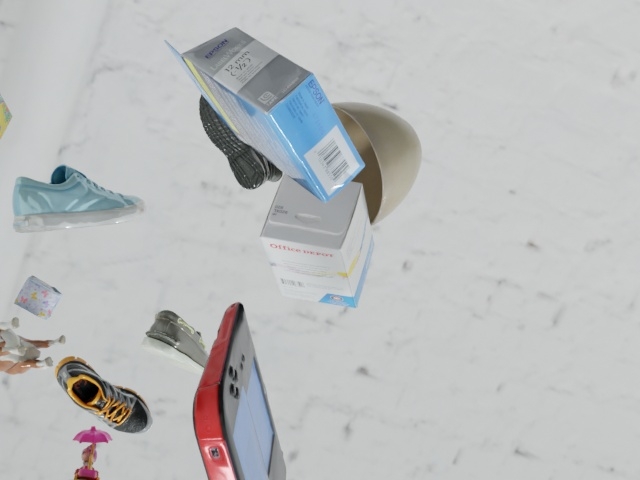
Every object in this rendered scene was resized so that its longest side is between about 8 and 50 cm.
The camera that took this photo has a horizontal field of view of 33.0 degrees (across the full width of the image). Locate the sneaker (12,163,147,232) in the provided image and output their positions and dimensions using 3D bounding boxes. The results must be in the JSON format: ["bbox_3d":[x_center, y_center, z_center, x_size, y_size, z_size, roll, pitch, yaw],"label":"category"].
[{"bbox_3d":[-0.546,-0.104,2.493,0.135,0.150,0.366,-4,-177,36],"label":"sneaker"}]

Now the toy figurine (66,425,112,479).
[{"bbox_3d":[-0.497,0.486,2.328,0.130,0.173,0.159,10,-129,-8],"label":"toy figurine"}]

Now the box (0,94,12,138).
[{"bbox_3d":[-0.792,-0.274,2.085,0.290,0.177,0.279,21,162,4],"label":"box"}]

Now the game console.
[{"bbox_3d":[-0.122,0.344,1.846,0.060,0.386,0.342,-7,-155,11],"label":"game console"}]

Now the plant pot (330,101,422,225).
[{"bbox_3d":[0.110,-0.183,2.377,0.191,0.284,0.284,-23,-139,-34],"label":"plant pot"}]

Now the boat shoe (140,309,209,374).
[{"bbox_3d":[-0.299,0.229,2.367,0.109,0.091,0.305,16,167,16],"label":"boat shoe"}]

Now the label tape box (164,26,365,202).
[{"bbox_3d":[-0.101,-0.245,1.925,0.347,0.115,0.249,41,170,42],"label":"label tape box"}]

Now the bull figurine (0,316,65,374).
[{"bbox_3d":[-0.690,0.226,2.302,0.188,0.101,0.310,-6,166,19],"label":"bull figurine"}]

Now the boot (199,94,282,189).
[{"bbox_3d":[-0.172,-0.225,2.340,0.246,0.083,0.161,65,-163,-6],"label":"boot"}]

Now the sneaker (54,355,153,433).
[{"bbox_3d":[-0.405,0.303,2.023,0.215,0.084,0.083,37,179,-21],"label":"sneaker"}]

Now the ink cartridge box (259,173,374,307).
[{"bbox_3d":[0.000,0.000,2.200,0.171,0.168,0.233,9,150,15],"label":"ink cartridge box"}]

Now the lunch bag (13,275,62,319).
[{"bbox_3d":[-0.622,0.128,2.391,0.083,0.071,0.053,29,-177,-1],"label":"lunch bag"}]
